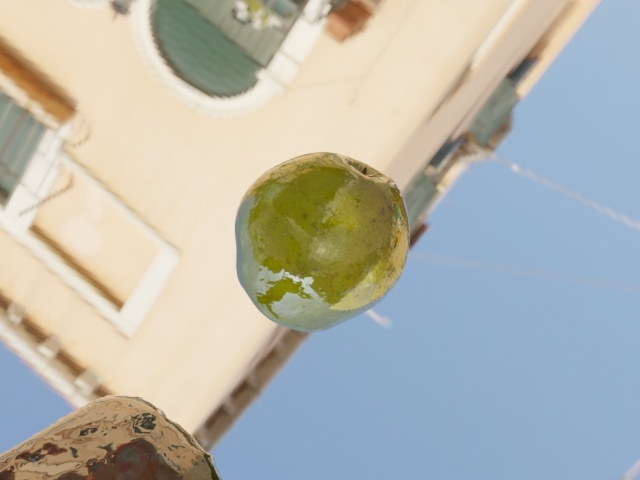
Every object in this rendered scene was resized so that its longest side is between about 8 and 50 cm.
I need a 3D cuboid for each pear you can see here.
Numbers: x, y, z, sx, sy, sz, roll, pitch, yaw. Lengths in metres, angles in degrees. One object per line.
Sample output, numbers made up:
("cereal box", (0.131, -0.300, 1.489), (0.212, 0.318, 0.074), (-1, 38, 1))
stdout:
("pear", (0.000, 0.000, 1.551), (0.198, 0.198, 0.198), (22, -141, -19))

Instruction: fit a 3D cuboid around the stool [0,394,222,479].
("stool", (-0.235, 0.345, 1.451), (0.310, 0.226, 0.310), (-29, -152, -17))
